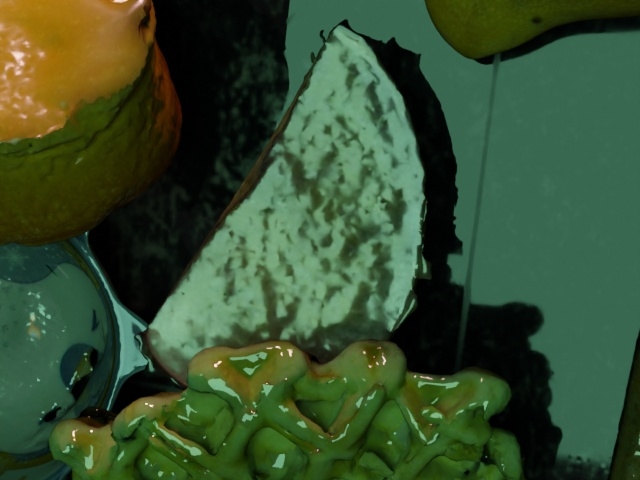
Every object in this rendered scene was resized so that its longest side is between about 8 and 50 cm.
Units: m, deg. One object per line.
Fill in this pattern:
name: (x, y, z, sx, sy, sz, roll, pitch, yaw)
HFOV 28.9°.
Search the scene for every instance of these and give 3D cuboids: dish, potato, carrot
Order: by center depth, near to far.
carrot: (0.208, 0.092, 0.766, 0.049, 0.049, 0.254, 17, 102, 12)
potato: (0.000, 0.000, 0.782, 0.138, 0.098, 0.243, 32, 92, -2)
dish: (-0.210, 0.078, 0.844, 0.236, 0.086, 0.228, -33, 87, 11)

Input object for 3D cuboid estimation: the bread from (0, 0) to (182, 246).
bread: (-0.202, -0.119, 0.763, 0.195, 0.142, 0.269, -33, 66, -20)

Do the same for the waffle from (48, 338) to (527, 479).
waffle: (-0.008, 0.194, 0.752, 0.297, 0.073, 0.317, -7, 121, 8)

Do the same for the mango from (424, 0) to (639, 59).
mango: (0.184, -0.210, 0.702, 0.295, 0.120, 0.177, -22, 90, 15)
